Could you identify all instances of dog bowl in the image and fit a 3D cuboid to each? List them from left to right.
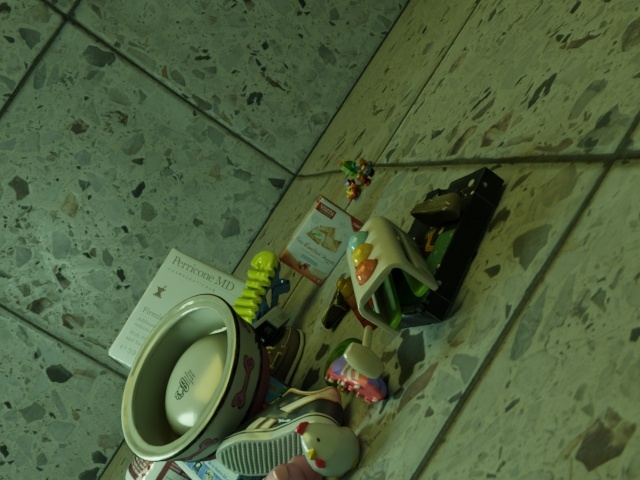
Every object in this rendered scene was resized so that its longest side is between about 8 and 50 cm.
[{"bbox_3d":[-0.289,0.341,1.736,0.407,0.150,0.408,-26,47,32],"label":"dog bowl"}]

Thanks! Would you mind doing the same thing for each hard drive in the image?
[{"bbox_3d":[0.237,0.024,1.509,0.339,0.064,0.237,-61,14,-21],"label":"hard drive"}]

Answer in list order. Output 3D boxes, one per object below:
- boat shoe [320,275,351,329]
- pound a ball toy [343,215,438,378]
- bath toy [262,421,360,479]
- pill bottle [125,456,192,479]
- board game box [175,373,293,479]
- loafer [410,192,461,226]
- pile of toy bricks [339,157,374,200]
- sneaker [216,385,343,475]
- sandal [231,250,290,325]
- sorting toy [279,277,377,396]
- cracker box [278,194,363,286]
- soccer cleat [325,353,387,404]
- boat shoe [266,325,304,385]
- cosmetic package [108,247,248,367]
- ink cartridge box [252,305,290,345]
[{"bbox_3d":[0.053,0.163,1.867,0.152,0.056,0.049,-63,17,12],"label":"boat shoe"},{"bbox_3d":[0.098,0.093,1.413,0.208,0.135,0.319,-53,14,15],"label":"pound a ball toy"},{"bbox_3d":[-0.068,0.472,1.398,0.348,0.129,0.151,-50,15,23],"label":"bath toy"},{"bbox_3d":[-0.390,0.614,1.999,0.392,0.224,0.224,-57,13,-5],"label":"pill bottle"},{"bbox_3d":[-0.209,0.450,1.762,0.308,0.086,0.302,19,78,52],"label":"board game box"},{"bbox_3d":[0.238,-0.064,1.468,0.148,0.056,0.050,-4,53,61],"label":"loafer"},{"bbox_3d":[0.108,-0.235,2.477,0.118,0.105,0.212,-48,16,30],"label":"pile of toy bricks"},{"bbox_3d":[-0.079,0.406,1.554,0.321,0.126,0.127,-24,27,29],"label":"sneaker"},{"bbox_3d":[-0.183,0.196,2.176,0.126,0.138,0.318,16,73,47],"label":"sandal"},{"bbox_3d":[0.024,0.229,1.646,0.366,0.126,0.127,-58,13,-8],"label":"sorting toy"},{"bbox_3d":[0.000,0.000,2.199,0.232,0.155,0.067,-55,13,7],"label":"cracker box"},{"bbox_3d":[0.079,0.267,1.473,0.095,0.083,0.248,-55,10,-14],"label":"soccer cleat"},{"bbox_3d":[-0.130,0.348,1.974,0.116,0.096,0.324,-45,17,42],"label":"boat shoe"},{"bbox_3d":[-0.410,0.303,2.358,0.394,0.329,0.327,-62,-12,-19],"label":"cosmetic package"},{"bbox_3d":[-0.211,0.356,2.140,0.333,0.065,0.165,-60,-11,31],"label":"ink cartridge box"}]
